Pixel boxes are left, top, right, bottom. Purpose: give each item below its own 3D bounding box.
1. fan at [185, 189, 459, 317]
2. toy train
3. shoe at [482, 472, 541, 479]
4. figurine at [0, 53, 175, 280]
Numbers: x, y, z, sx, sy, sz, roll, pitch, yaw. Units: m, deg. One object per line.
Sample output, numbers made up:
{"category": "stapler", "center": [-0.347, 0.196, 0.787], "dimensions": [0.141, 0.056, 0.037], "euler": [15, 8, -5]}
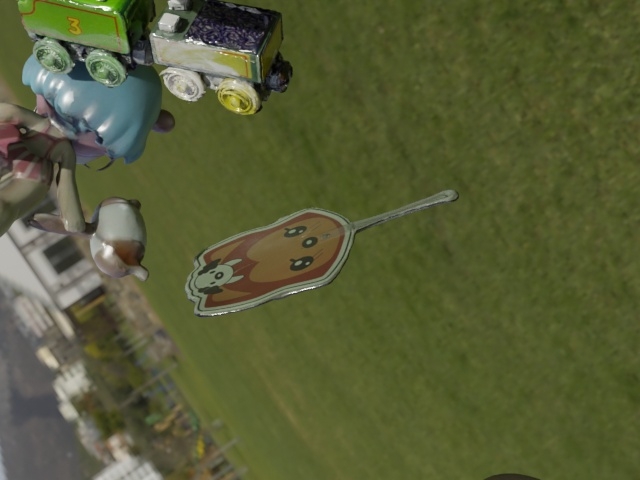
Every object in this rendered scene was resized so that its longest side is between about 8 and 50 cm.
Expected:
{"category": "fan", "center": [0.000, 0.000, 0.896], "dimensions": [0.132, 0.220, 0.009], "euler": [-102, -8, -63]}
{"category": "toy train", "center": [-0.118, -0.146, 0.841], "dimensions": [0.202, 0.060, 0.081], "euler": [13, 143, 12]}
{"category": "shoe", "center": [0.140, 0.328, 0.963], "dimensions": [0.103, 0.275, 0.098], "euler": [9, 141, 23]}
{"category": "figurine", "center": [-0.195, -0.057, 0.881], "dimensions": [0.205, 0.260, 0.103], "euler": [36, 135, 5]}
